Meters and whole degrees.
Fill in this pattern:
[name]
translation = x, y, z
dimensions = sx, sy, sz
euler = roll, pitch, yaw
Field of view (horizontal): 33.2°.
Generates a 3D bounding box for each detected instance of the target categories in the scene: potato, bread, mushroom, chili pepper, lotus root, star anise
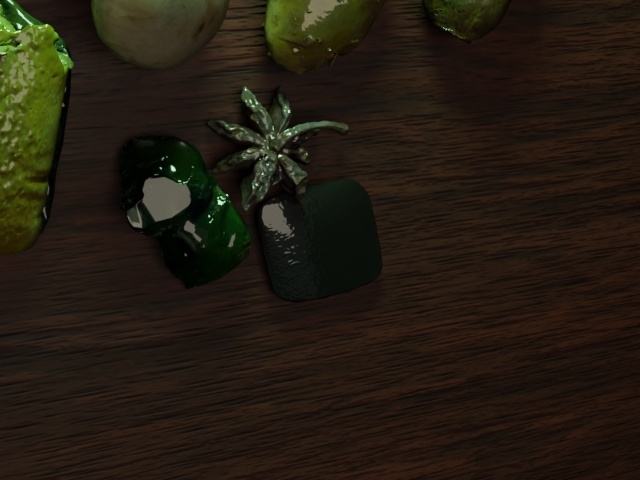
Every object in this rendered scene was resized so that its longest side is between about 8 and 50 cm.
[potato]
translation = 0.013, -0.402, 1.698
dimensions = 0.192, 0.141, 0.296
euler = 26, 93, -23
[bread]
translation = -0.480, -0.151, 1.492
dimensions = 0.251, 0.208, 0.376
euler = 9, 110, -22
[mushroom]
translation = -0.271, -0.388, 1.521
dimensions = 0.290, 0.297, 0.297
euler = 7, 99, 3
[chili pepper]
translation = -0.216, -0.046, 1.681
dimensions = 0.148, 0.116, 0.264
euler = -26, 108, 7
[lotus root]
translation = 0.265, -0.467, 1.781
dimensions = 0.152, 0.160, 0.275
euler = 19, 93, -36
[star anise]
translation = -0.068, -0.156, 1.738
dimensions = 0.231, 0.089, 0.209
euler = -42, 106, -11

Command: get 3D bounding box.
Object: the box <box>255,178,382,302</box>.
[box]
translation = 0.000, 0.000, 1.830
dimensions = 0.212, 0.042, 0.201
euler = -18, 107, -20
